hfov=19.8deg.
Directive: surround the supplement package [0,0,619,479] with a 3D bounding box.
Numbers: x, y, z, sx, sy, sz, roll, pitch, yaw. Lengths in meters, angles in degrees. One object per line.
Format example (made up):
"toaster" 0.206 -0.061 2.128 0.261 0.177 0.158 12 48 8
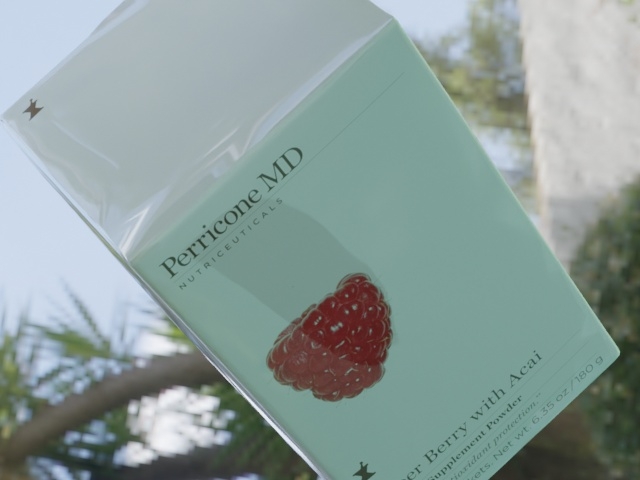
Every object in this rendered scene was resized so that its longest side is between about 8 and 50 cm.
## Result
"supplement package" 0.000 0.000 0.998 0.177 0.175 0.293 -43 -49 -4
